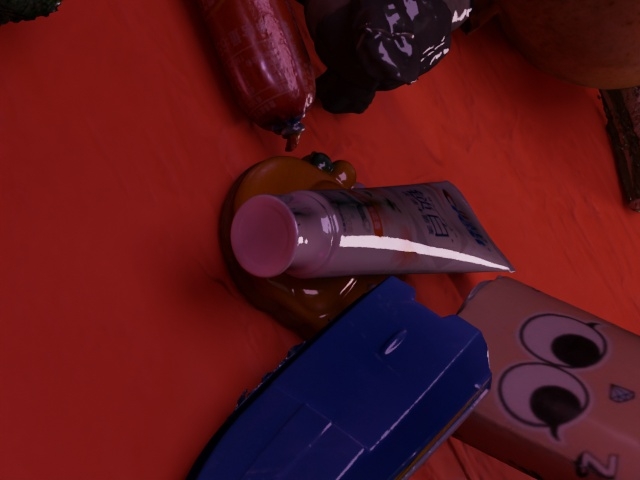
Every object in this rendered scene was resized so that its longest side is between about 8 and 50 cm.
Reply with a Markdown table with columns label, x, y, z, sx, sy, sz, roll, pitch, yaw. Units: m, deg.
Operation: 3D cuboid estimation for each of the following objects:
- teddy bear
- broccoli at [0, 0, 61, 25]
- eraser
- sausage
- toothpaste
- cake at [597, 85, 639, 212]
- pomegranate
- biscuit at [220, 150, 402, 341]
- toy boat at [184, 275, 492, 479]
| label | x | y | z | sx | sy | sz | roll | pitch | yaw |
| --- | --- | --- | --- | --- | --- | --- | --- | --- | --- |
| teddy bear | 0.040 | -0.200 | 1.481 | 0.144 | 0.171 | 0.251 | -11 | 64 | -23 |
| broccoli | -0.270 | -0.268 | 1.197 | 0.308 | 0.275 | 0.308 | 30 | 24 | -15 |
| eraser | 0.223 | 0.139 | 1.395 | 0.290 | 0.087 | 0.171 | 25 | 43 | 23 |
| sausage | -0.066 | -0.199 | 1.454 | 0.074 | 0.074 | 0.274 | -14 | 78 | -43 |
| toothpaste | 0.049 | -0.007 | 1.392 | 0.323 | 0.066 | 0.100 | -3 | 53 | -57 |
| cake | 0.310 | -0.096 | 1.727 | 0.055 | 0.051 | 0.140 | 6 | 64 | -43 |
| pomegranate | 0.253 | -0.287 | 1.633 | 0.319 | 0.319 | 0.319 | 19 | 57 | -32 |
| biscuit | 0.002 | -0.001 | 1.420 | 0.170 | 0.050 | 0.170 | 20 | 57 | -32 |
| toy boat | -0.010 | 0.155 | 1.289 | 0.129 | 0.088 | 0.295 | 32 | 56 | 25 |
